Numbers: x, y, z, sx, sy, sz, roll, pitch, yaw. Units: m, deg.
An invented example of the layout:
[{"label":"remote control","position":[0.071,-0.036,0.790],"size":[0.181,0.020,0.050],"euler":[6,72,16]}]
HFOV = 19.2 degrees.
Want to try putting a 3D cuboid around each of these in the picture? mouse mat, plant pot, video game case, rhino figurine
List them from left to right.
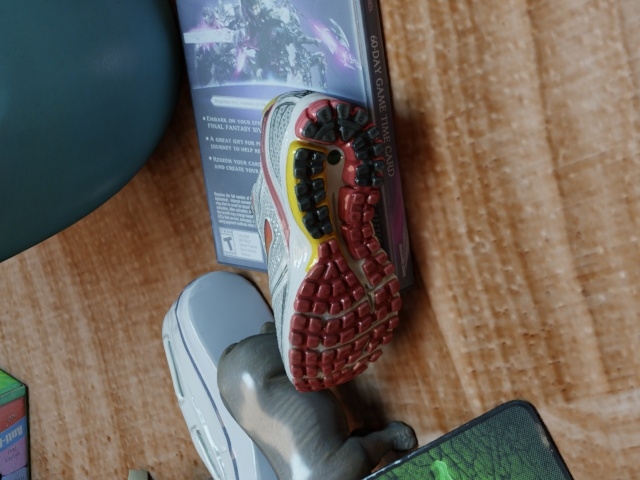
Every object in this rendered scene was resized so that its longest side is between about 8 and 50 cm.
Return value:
[{"label":"plant pot","position":[-0.249,-0.128,1.439],"size":[0.293,0.235,0.293],"euler":[22,121,41]},{"label":"video game case","position":[-0.025,-0.104,1.364],"size":[0.196,0.026,0.274],"euler":[9,112,46]},{"label":"rhino figurine","position":[0.011,0.161,1.379],"size":[0.243,0.106,0.073],"euler":[56,140,14]},{"label":"mouse mat","position":[0.119,0.222,1.294],"size":[0.152,0.007,0.190],"euler":[-30,83,12]}]

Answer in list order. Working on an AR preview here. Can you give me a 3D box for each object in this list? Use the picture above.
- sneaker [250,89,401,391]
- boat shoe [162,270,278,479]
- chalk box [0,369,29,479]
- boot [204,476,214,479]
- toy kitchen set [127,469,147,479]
[{"label":"sneaker","position":[0.000,0.000,1.314],"size":[0.093,0.088,0.225],"euler":[37,132,55]},{"label":"boat shoe","position":[-0.052,0.158,1.459],"size":[0.267,0.096,0.088],"euler":[62,144,9]},{"label":"chalk box","position":[-0.392,0.208,1.797],"size":[0.289,0.180,0.179],"euler":[25,124,38]},{"label":"boot","position":[-0.097,0.245,1.560],"size":[0.114,0.037,0.106],"euler":[-14,83,24]},{"label":"toy kitchen set","position":[-0.136,0.254,1.645],"size":[0.083,0.075,0.068],"euler":[-99,17,-59]}]
